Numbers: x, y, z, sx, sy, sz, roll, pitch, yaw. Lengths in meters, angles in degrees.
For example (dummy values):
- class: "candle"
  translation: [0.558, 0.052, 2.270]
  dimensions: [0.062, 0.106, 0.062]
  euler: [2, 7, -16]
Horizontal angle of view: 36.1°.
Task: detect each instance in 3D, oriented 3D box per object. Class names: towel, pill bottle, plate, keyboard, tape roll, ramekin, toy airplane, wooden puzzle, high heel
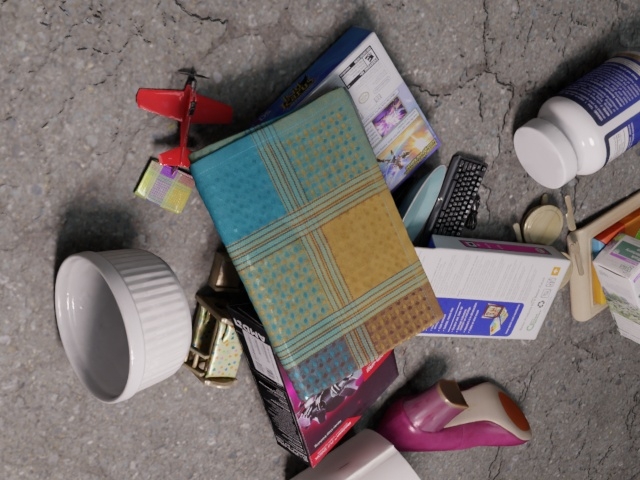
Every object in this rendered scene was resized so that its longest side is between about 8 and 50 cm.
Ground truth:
- class: "towel"
  translation: [0.000, 0.000, 1.371]
  dimensions: [0.271, 0.040, 0.370]
  euler: [-27, 96, -27]
- class: "pill bottle"
  translation: [0.477, -0.209, 1.720]
  dimensions: [0.264, 0.153, 0.153]
  euler: [-33, 126, -18]
- class: "plate"
  translation: [0.150, -0.045, 1.607]
  dimensions: [0.188, 0.024, 0.188]
  euler: [-55, 165, -24]
- class: "keyboard"
  translation: [0.243, -0.054, 1.717]
  dimensions: [0.108, 0.023, 0.180]
  euler: [12, 105, -37]
- class: "tape roll"
  translation: [0.076, 0.474, 1.702]
  dimensions: [0.169, 0.246, 0.246]
  euler: [-31, 125, -19]
- class: "ramekin"
  translation: [-0.264, 0.108, 1.333]
  dimensions: [0.109, 0.207, 0.207]
  euler: [-14, 119, -38]
- class: "toy airplane"
  translation: [-0.189, -0.161, 1.364]
  dimensions: [0.151, 0.028, 0.151]
  euler: [-10, 110, -30]
- class: "towel"
  translation: [-0.219, -0.076, 1.399]
  dimensions: [0.083, 0.009, 0.060]
  euler: [24, 97, -38]
- class: "wooden puzzle"
  translation: [0.603, 0.031, 1.987]
  dimensions: [0.238, 0.044, 0.221]
  euler: [-26, 124, -22]
- class: "high heel"
  translation: [0.258, 0.357, 1.890]
  dimensions: [0.181, 0.127, 0.377]
  euler: [-39, 138, 23]

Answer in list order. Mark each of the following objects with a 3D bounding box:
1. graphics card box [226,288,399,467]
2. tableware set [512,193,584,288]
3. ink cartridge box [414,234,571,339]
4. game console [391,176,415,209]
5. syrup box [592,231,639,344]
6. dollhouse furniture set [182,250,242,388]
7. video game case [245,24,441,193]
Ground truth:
- class: "graphics card box"
  translation: [0.002, 0.162, 1.534]
  dimensions: [0.233, 0.094, 0.371]
  euler: [-42, 140, -26]
- class: "tableware set"
  translation: [0.423, 0.013, 1.859]
  dimensions: [0.128, 0.039, 0.194]
  euler: [-27, 122, -12]
- class: "ink cartridge box"
  translation: [0.263, 0.086, 1.743]
  dimensions: [0.371, 0.069, 0.176]
  euler: [4, 117, -32]
- class: "game console"
  translation: [0.112, -0.031, 1.587]
  dimensions: [0.122, 0.071, 0.107]
  euler: [-49, 132, -27]
- class: "syrup box"
  translation: [0.630, 0.103, 1.952]
  dimensions: [0.096, 0.093, 0.237]
  euler: [-43, 130, -15]
- class: "dollhouse furniture set"
  translation: [-0.187, 0.115, 1.449]
  dimensions: [0.161, 0.101, 0.182]
  euler: [5, 108, -36]
- class: "video game case"
  translation: [0.030, -0.146, 1.503]
  dimensions: [0.269, 0.061, 0.244]
  euler: [-45, 128, -9]
